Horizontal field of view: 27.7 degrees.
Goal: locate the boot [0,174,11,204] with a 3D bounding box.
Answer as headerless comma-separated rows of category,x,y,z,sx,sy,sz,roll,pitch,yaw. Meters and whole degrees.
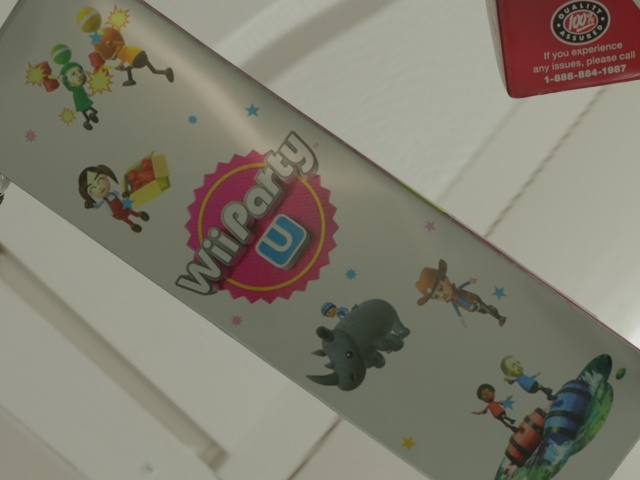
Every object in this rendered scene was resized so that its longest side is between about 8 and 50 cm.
boot,-0.356,0.028,0.938,0.377,0.138,0.284,-30,-151,21

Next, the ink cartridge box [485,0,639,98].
ink cartridge box,0.114,-0.163,0.467,0.128,0.176,0.127,-8,-153,8

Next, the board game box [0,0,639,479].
board game box,0.000,0.000,0.619,0.097,0.303,0.224,-56,178,3
